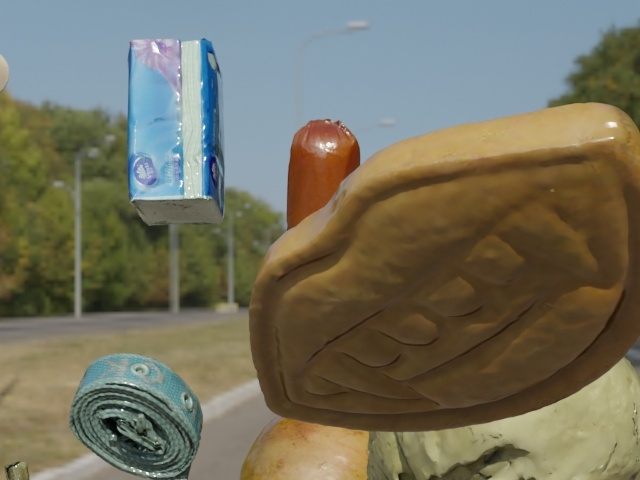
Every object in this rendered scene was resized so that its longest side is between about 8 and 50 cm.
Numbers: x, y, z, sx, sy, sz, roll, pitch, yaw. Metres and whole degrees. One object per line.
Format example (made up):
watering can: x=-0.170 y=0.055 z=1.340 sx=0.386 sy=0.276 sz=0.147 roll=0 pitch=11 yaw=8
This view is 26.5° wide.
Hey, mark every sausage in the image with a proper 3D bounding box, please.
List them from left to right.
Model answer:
sausage: x=0.001 y=0.000 z=1.938 sx=0.097 sy=0.348 sz=0.094 roll=7 pitch=21 yaw=13

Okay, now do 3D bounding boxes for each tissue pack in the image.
tissue pack: x=-0.230 y=-0.169 z=2.169 sx=0.146 sy=0.263 sz=0.198 roll=-1 pitch=-12 yaw=1

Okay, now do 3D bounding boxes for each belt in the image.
belt: x=-0.222 y=0.217 z=1.658 sx=0.163 sy=0.147 sz=0.082 roll=16 pitch=34 yaw=-5

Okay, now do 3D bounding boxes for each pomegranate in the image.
pomegranate: x=0.022 y=0.355 z=1.918 sx=0.271 sy=0.229 sz=0.252 roll=7 pitch=45 yaw=15

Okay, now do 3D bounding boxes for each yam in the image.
yam: x=-0.365 y=0.338 z=1.674 sx=0.027 sy=0.129 sz=0.033 roll=-25 pitch=-21 yaw=28

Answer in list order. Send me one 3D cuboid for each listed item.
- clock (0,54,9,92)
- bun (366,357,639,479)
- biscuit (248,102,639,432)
clock: x=-0.406 y=-0.117 z=1.314 sx=0.229 sy=0.155 sz=0.063 roll=-34 pitch=9 yaw=-15
bun: x=0.156 y=0.179 z=1.139 sx=0.259 sy=0.152 sz=0.259 roll=8 pitch=-45 yaw=8
biscuit: x=0.053 y=0.024 z=0.539 sx=0.142 sy=0.029 sz=0.221 roll=31 pitch=-46 yaw=-24
